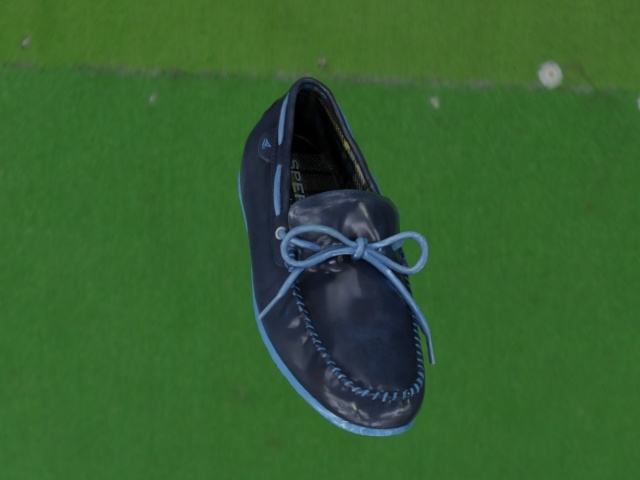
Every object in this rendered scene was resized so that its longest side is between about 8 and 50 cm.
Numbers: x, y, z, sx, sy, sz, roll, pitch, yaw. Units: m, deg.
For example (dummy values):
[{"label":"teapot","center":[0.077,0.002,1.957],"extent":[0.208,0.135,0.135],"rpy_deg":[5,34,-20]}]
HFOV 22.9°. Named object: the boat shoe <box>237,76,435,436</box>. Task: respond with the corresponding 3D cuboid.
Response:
[{"label":"boat shoe","center":[0.000,0.000,0.963],"extent":[0.109,0.258,0.089],"rpy_deg":[-1,135,-28]}]
